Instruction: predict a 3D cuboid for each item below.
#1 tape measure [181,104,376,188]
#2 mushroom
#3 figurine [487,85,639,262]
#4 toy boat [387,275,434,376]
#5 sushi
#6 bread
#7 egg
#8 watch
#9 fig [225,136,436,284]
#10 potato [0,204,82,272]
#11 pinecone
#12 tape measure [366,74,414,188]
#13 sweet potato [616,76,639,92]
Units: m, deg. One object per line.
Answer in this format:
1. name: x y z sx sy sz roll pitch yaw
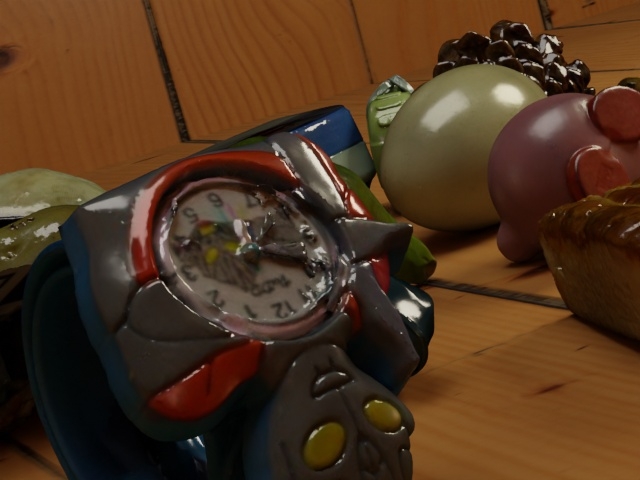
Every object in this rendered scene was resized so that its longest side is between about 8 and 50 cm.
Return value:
1. tape measure: -0.056 -0.083 2.417 0.262 0.138 0.259 -10 14 48
2. mushroom: -0.355 -0.007 2.206 0.267 0.189 0.164 -11 39 10
3. figurine: 0.253 -0.067 1.849 0.173 0.173 0.173 -14 10 3
4. toy boat: 0.004 0.076 1.559 0.122 0.114 0.296 -42 21 -22
5. sushi: -0.291 0.136 1.691 0.296 0.100 0.373 -42 -15 30
6. bread: 0.305 -0.001 1.478 0.185 0.114 0.275 -24 10 -6
7. egg: 0.173 -0.105 2.092 0.188 0.188 0.254 -5 21 44
8. watch: -0.061 0.110 1.214 0.241 0.305 0.274 -18 -20 -35
9. fig: 0.000 0.000 1.835 0.275 0.206 0.206 4 -1 -30
10. potato: -0.276 0.047 1.945 0.174 0.159 0.251 -10 -22 20
11. pinecone: 0.244 -0.176 2.307 0.202 0.229 0.201 -34 9 39
12. tape measure: 0.111 -0.124 2.372 0.087 0.177 0.154 -14 21 11
13. sweet potato: 0.455 -0.210 2.569 0.069 0.059 0.249 -21 -6 22
